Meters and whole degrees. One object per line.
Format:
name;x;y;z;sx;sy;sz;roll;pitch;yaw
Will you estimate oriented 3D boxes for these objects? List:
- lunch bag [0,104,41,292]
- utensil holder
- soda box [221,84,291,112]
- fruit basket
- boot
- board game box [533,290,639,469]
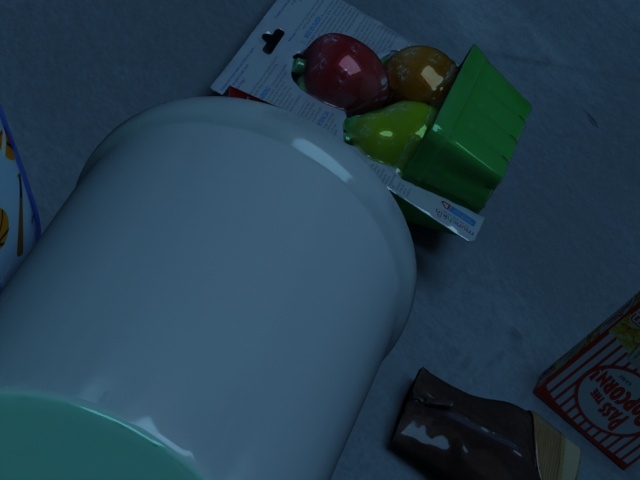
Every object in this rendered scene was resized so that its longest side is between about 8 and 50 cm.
lunch bag;-0.354;0.012;1.249;0.115;0.243;0.303;7;39;23
utensil holder;-0.124;0.113;1.271;0.327;0.327;0.385;37;39;-8
soda box;-0.085;-0.037;1.637;0.083;0.092;0.263;21;42;-24
fruit basket;0.068;-0.163;1.884;0.353;0.165;0.327;25;38;2
boot;0.163;0.259;1.608;0.206;0.090;0.248;25;41;-4
board game box;0.364;0.159;1.769;0.146;0.193;0.045;40;38;-3
